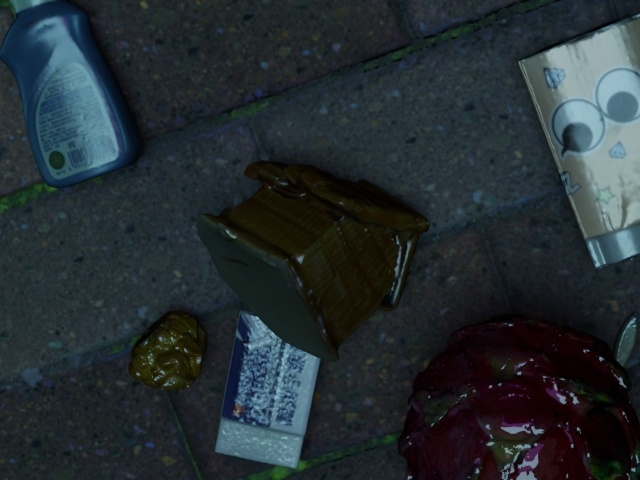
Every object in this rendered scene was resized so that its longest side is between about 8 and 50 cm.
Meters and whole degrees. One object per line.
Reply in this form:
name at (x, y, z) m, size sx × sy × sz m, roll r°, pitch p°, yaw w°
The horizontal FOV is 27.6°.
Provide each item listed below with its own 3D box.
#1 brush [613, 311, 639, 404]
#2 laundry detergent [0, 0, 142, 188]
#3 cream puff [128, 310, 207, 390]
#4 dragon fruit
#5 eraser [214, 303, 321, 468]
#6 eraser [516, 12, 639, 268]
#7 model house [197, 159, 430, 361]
brush at (0.399, 0.189, 1.767) m, size 0.070 × 0.021 × 0.196 m, roll 15°, pitch 103°, yaw 3°
laundry detergent at (-0.347, -0.222, 1.753) m, size 0.143 × 0.094 × 0.289 m, roll -16°, pitch 96°, yaw 17°
cream puff at (-0.205, 0.157, 1.799) m, size 0.094 × 0.122 × 0.116 m, roll 42°, pitch 72°, yaw -7°
dragon fruit at (0.255, 0.247, 1.656) m, size 0.329 × 0.329 × 0.329 m, roll 2°, pitch 102°, yaw 7°
eraser at (-0.068, 0.200, 1.809) m, size 0.125 × 0.068 × 0.210 m, roll 11°, pitch 103°, yaw 2°
eraser at (0.382, -0.128, 1.670) m, size 0.171 × 0.087 × 0.290 m, roll -20°, pitch 98°, yaw 13°
model house at (-0.001, 0.001, 1.714) m, size 0.229 × 0.199 × 0.219 m, roll -39°, pitch 133°, yaw -25°
